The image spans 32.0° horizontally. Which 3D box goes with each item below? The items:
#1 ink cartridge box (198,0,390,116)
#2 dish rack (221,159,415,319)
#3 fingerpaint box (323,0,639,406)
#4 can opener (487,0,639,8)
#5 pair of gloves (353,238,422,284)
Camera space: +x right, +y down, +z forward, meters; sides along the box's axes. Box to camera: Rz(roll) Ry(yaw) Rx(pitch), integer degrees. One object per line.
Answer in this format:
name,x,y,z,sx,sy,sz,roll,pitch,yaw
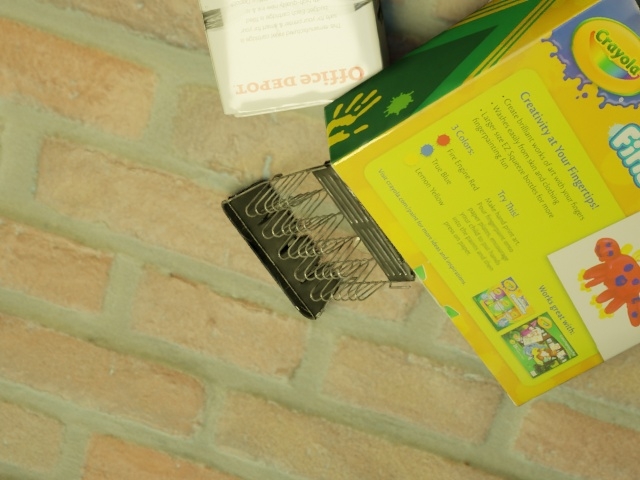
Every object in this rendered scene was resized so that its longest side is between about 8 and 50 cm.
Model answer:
ink cartridge box,-0.039,-0.316,1.369,0.211,0.121,0.289,-7,110,10
dish rack,0.000,0.000,1.437,0.074,0.271,0.208,-43,105,-23
fingerpaint box,0.278,-0.065,1.346,0.371,0.163,0.445,-31,120,16
can opener,0.335,-0.253,1.382,0.280,0.074,0.093,7,146,7
pair of gloves,0.172,-0.036,1.492,0.204,0.042,0.240,24,119,-9
